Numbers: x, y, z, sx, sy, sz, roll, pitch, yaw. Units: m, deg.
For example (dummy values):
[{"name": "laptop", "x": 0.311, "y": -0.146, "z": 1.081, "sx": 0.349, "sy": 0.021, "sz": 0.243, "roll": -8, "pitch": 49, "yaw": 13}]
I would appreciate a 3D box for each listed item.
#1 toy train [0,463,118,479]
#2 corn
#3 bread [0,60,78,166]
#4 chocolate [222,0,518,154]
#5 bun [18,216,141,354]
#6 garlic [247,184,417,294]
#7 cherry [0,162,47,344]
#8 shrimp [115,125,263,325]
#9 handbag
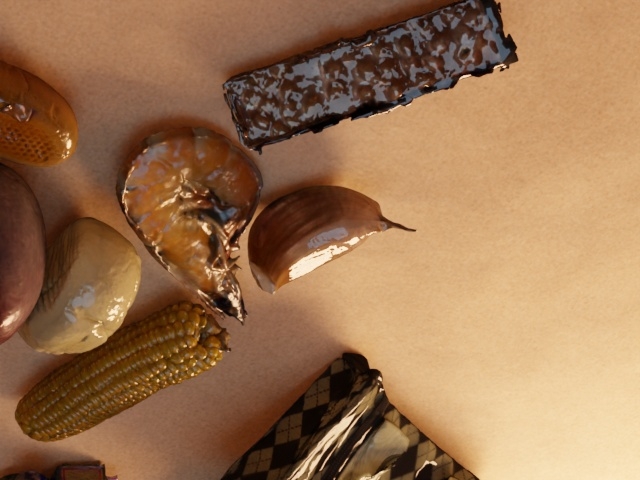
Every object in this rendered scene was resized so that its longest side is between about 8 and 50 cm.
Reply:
[{"name": "toy train", "x": -0.376, "y": 0.426, "z": 2.149, "sx": 0.177, "sy": 0.134, "sz": 0.261, "roll": 2, "pitch": 131, "yaw": -14}, {"name": "corn", "x": -0.262, "y": 0.172, "z": 1.974, "sx": 0.313, "sy": 0.102, "sz": 0.102, "roll": -29, "pitch": 130, "yaw": 14}, {"name": "bread", "x": -0.348, "y": -0.145, "z": 1.695, "sx": 0.189, "sy": 0.077, "sz": 0.114, "roll": 30, "pitch": 139, "yaw": -33}, {"name": "chocolate", "x": 0.055, "y": -0.193, "z": 1.746, "sx": 0.329, "sy": 0.065, "sz": 0.102, "roll": -18, "pitch": 113, "yaw": 3}, {"name": "bun", "x": -0.283, "y": 0.059, "z": 1.825, "sx": 0.111, "sy": 0.164, "sz": 0.188, "roll": 29, "pitch": 120, "yaw": -29}, {"name": "garlic", "x": 0.007, "y": -0.007, "z": 1.852, "sx": 0.198, "sy": 0.128, "sz": 0.090, "roll": -17, "pitch": 124, "yaw": -3}, {"name": "cherry", "x": -0.398, "y": 0.017, "z": 1.738, "sx": 0.183, "sy": 0.266, "sz": 0.213, "roll": -4, "pitch": 121, "yaw": -30}, {"name": "shrimp", "x": -0.132, "y": -0.020, "z": 1.862, "sx": 0.164, "sy": 0.062, "sz": 0.317, "roll": -27, "pitch": 133, "yaw": 2}, {"name": "handbag", "x": 0.074, "y": 0.375, "z": 2.136, "sx": 0.416, "sy": 0.180, "sz": 0.317, "roll": 41, "pitch": 83, "yaw": -32}]
